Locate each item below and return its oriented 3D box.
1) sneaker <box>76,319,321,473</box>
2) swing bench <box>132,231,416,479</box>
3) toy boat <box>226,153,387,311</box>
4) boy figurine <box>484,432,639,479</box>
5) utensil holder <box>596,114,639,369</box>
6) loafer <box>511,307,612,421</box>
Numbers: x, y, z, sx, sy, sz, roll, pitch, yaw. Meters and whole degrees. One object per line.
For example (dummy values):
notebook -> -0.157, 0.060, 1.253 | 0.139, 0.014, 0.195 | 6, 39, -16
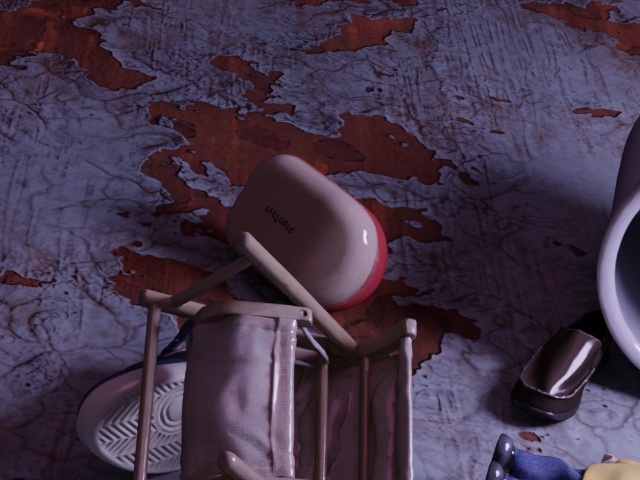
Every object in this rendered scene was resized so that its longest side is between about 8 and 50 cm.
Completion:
sneaker -> -0.141, 0.147, 1.831 | 0.350, 0.131, 0.148 | -6, 34, -46
swing bench -> -0.041, 0.172, 1.658 | 0.255, 0.165, 0.253 | 29, 47, -34
toy boat -> 0.000, 0.000, 2.149 | 0.151, 0.151, 0.231 | 23, 12, -48
boy figurine -> 0.309, 0.283, 1.771 | 0.285, 0.092, 0.177 | 16, 29, 7
utensil holder -> 0.523, -0.024, 2.131 | 0.328, 0.327, 0.385 | 14, 25, 7
loafer -> 0.290, 0.140, 2.026 | 0.080, 0.078, 0.220 | 21, 30, 18
